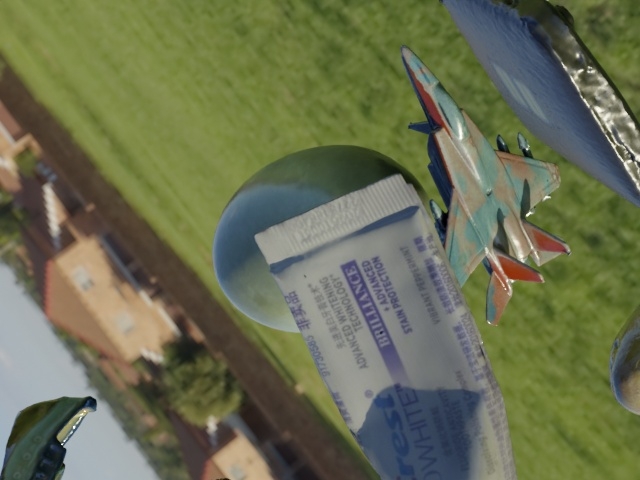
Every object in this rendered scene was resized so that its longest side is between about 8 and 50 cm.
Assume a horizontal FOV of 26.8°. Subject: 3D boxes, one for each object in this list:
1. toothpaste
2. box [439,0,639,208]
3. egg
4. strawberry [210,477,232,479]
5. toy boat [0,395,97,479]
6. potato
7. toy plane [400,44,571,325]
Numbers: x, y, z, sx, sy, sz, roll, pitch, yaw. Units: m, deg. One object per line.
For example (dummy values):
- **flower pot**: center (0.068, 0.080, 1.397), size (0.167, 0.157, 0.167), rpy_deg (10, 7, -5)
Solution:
- **toothpaste**: center (0.065, 0.102, 0.848), size (0.282, 0.099, 0.068), rpy_deg (65, 172, -9)
- **box**: center (0.331, -0.227, 1.905), size (0.359, 0.091, 0.350), rpy_deg (49, 180, -29)
- **egg**: center (0.000, 0.000, 1.881), size (0.352, 0.258, 0.258), rpy_deg (-13, 120, 39)
- **strawberry**: center (-0.110, 0.324, 1.570), size (0.096, 0.083, 0.083), rpy_deg (25, 166, 5)
- **toy boat**: center (-0.306, 0.297, 1.509), size (0.115, 0.262, 0.114), rpy_deg (11, 158, -7)
- **potato**: center (0.480, 0.190, 1.962), size (0.182, 0.117, 0.202), rpy_deg (56, 165, 26)
- **toy plane**: center (0.159, -0.074, 1.474), size (0.326, 0.223, 0.104), rpy_deg (55, 152, -16)
